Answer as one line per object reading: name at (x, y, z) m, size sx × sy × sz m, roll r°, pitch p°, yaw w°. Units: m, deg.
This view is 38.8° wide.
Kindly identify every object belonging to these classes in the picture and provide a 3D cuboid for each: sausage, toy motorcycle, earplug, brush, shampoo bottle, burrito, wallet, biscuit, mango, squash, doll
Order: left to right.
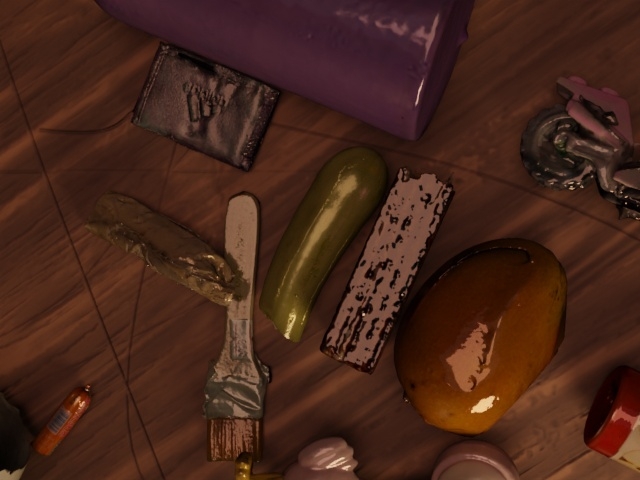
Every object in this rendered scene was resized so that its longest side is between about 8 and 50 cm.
sausage at (-0.324, 0.225, 1.152) m, size 0.031 × 0.031 × 0.107 m, roll 40°, pitch 96°, yaw 5°
burrito at (-0.193, 0.009, 1.110) m, size 0.229 × 0.063 × 0.058 m, roll 27°, pitch 134°, yaw 20°
wallet at (-0.142, -0.165, 1.120) m, size 0.166 × 0.030 × 0.111 m, roll 24°, pitch 99°, yaw 8°
brush at (-0.102, 0.107, 1.123) m, size 0.085 × 0.020 × 0.336 m, roll 1°, pitch 91°, yaw 8°
earplug at (-0.063, -0.281, 1.023) m, size 0.456 × 0.215 × 0.215 m, roll 20°, pitch 94°, yaw 10°
squash at (0.000, 0.000, 1.078) m, size 0.083 × 0.083 × 0.250 m, roll 30°, pitch 97°, yaw 6°
biscuit at (0.081, 0.028, 1.053) m, size 0.070 × 0.106 × 0.252 m, roll 25°, pitch 95°, yaw 6°
doll at (0.084, 0.304, 1.062) m, size 0.365 × 0.094 × 0.160 m, roll 2°, pitch 106°, yaw 11°
mango at (0.181, 0.102, 1.027) m, size 0.166 × 0.136 × 0.236 m, roll 42°, pitch 93°, yaw 6°
toy motorcycle at (0.394, -0.097, 1.000) m, size 0.327 × 0.143 × 0.188 m, roll 27°, pitch 86°, yaw 21°
shampoo bottle at (0.442, 0.243, 1.008) m, size 0.278 × 0.104 × 0.104 m, roll 25°, pitch 94°, yaw 7°

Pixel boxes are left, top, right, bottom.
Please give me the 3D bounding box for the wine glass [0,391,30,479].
wine glass at (-0.519, 0.304, 1.086) m, size 0.323 × 0.238 × 0.238 m, roll -40°, pitch 86°, yaw 5°
